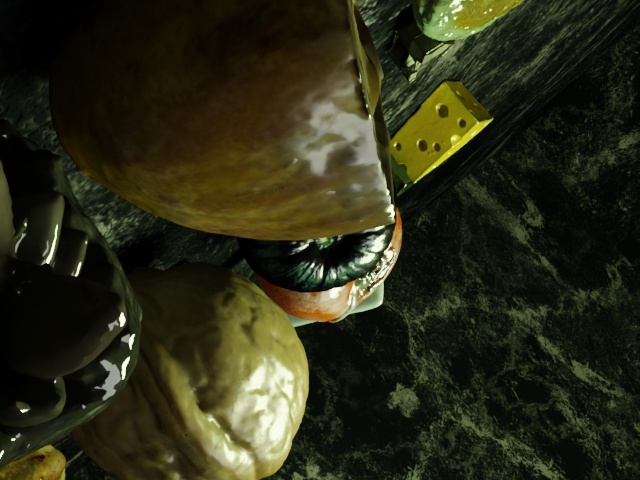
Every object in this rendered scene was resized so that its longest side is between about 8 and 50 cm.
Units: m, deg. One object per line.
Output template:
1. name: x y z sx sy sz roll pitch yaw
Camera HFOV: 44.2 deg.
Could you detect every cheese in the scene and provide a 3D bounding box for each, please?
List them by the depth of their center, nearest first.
1. cheese: 0.195 -0.185 1.363 0.171 0.093 0.126 -41 174 26

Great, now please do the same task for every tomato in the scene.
1. tomato: -0.002 -0.001 1.123 0.232 0.188 0.232 -34 141 -32

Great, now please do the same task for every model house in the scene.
1. model house: 0.116 -0.220 0.871 0.058 0.057 0.083 -33 170 -12

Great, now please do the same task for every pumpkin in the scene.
1. pumpkin: -0.005 -0.033 0.937 0.202 0.202 0.140 -40 -150 10

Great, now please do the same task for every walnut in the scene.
1. walnut: -0.163 0.163 0.947 0.277 0.313 0.252 -7 -139 27

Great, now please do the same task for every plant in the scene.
1. plant: -0.197 0.037 0.387 0.194 0.182 0.321 -32 171 -9

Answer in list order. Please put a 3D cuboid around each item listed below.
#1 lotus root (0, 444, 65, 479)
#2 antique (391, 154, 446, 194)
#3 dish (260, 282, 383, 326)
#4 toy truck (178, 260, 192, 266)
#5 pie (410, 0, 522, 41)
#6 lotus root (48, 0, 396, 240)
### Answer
1. lotus root: -0.527 0.411 1.195 0.193 0.193 0.291 -43 175 29
2. antique: 0.191 -0.166 1.531 0.220 0.080 0.081 -36 174 -33
3. dish: -0.017 0.038 1.307 0.243 0.182 0.080 -17 149 32
4. toy truck: -0.199 0.068 1.096 0.083 0.054 0.049 -33 172 -40
5. pie: 0.201 -0.301 0.743 0.302 0.067 0.302 -38 172 -6
6. lotus root: -0.054 -0.103 0.447 0.179 0.199 0.188 -10 137 10
